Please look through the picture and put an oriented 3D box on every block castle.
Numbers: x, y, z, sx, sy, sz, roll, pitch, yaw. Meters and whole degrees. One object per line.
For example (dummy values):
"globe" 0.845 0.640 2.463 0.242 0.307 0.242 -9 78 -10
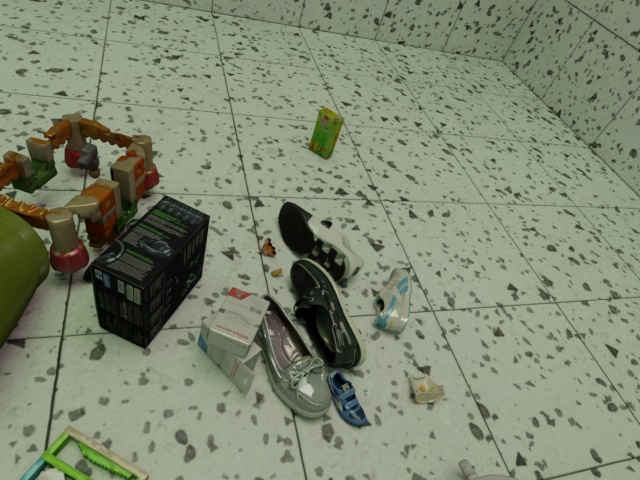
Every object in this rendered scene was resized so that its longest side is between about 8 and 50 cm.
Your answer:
"block castle" -0.659 -0.129 1.205 0.303 0.212 0.453 17 42 1

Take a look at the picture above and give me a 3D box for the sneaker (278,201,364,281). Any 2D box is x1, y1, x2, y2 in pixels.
"sneaker" 0.000 0.000 1.400 0.146 0.122 0.330 -8 47 -50

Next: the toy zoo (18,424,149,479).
"toy zoo" -0.474 0.500 0.781 0.193 0.030 0.293 27 44 6

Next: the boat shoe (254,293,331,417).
"boat shoe" -0.075 0.276 1.094 0.118 0.103 0.320 -13 53 -30

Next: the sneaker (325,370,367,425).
"sneaker" 0.061 0.377 1.078 0.053 0.059 0.144 -20 58 -37

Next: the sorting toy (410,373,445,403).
"sorting toy" 0.267 0.379 1.167 0.083 0.044 0.075 3 39 -17

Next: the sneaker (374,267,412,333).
"sneaker" 0.212 0.161 1.326 0.092 0.087 0.228 16 42 -2

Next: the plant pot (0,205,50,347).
"plant pot" -0.748 0.103 0.878 0.367 0.366 0.353 18 32 -3

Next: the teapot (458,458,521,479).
"teapot" 0.364 0.603 0.889 0.253 0.187 0.256 12 56 31

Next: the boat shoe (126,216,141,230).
"boat shoe" -0.420 -0.012 1.240 0.220 0.077 0.070 10 4 -25

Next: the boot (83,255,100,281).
"boot" -0.534 0.078 1.164 0.099 0.045 0.121 27 44 2

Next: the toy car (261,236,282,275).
"toy car" -0.150 0.047 1.327 0.041 0.060 0.122 -23 44 2

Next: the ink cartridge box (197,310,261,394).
"ink cartridge box" -0.205 0.263 1.059 0.180 0.104 0.060 40 44 18

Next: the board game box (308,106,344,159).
"board game box" 0.021 -0.413 1.745 0.092 0.181 0.043 34 45 14

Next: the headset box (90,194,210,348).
"headset box" -0.391 0.066 1.080 0.131 0.246 0.283 25 45 4

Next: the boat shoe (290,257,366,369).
"boat shoe" -0.012 0.190 1.187 0.113 0.127 0.339 -6 58 -41

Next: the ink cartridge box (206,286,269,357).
"ink cartridge box" -0.187 0.185 1.025 0.099 0.056 0.135 23 40 0
